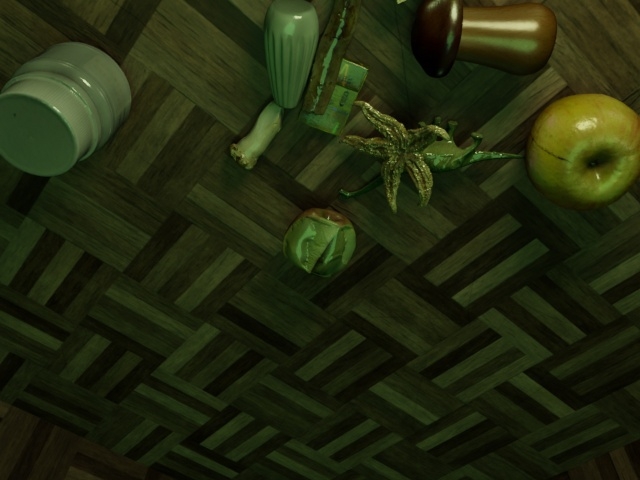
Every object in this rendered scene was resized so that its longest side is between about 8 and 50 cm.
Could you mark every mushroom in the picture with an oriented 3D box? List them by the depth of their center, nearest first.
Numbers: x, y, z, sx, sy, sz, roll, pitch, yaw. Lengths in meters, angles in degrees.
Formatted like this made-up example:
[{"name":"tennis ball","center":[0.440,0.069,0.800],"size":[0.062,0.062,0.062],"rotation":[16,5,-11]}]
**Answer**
[{"name":"mushroom","center":[-0.163,-0.281,1.403],"size":[0.084,0.071,0.209],"rotation":[47,118,7]}]

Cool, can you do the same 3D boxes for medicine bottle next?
[{"name":"medicine bottle","center":[-0.610,-0.312,1.258],"size":[0.245,0.306,0.245],"rotation":[2,126,2]}]

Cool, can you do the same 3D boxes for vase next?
[{"name":"vase","center":[-0.073,-0.432,1.252],"size":[0.128,0.128,0.248],"rotation":[7,136,-1]}]

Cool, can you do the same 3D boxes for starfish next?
[{"name":"starfish","center":[0.184,-0.225,1.354],"size":[0.302,0.060,0.299],"rotation":[40,140,9]}]

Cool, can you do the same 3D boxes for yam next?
[{"name":"yam","center":[0.028,-0.442,1.237],"size":[0.067,0.071,0.317],"rotation":[30,117,23]}]

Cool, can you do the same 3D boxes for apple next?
[{"name":"apple","center":[0.635,-0.217,1.292],"size":[0.286,0.233,0.286],"rotation":[3,123,4]},{"name":"apple","center":[0.000,0.000,1.537],"size":[0.207,0.174,0.188],"rotation":[22,105,-10]}]

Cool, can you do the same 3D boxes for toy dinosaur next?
[{"name":"toy dinosaur","center":[0.293,-0.179,1.435],"size":[0.447,0.087,0.301],"rotation":[15,126,1]}]

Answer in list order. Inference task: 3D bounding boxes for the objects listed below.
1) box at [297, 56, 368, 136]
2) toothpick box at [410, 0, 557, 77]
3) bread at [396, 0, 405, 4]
[{"name":"box","center":[0.029,-0.370,1.345],"size":[0.121,0.030,0.193],"rotation":[18,126,-10]},{"name":"toothpick box","center":[0.349,-0.451,1.173],"size":[0.294,0.192,0.192],"rotation":[3,127,-6]},{"name":"bread","center":[0.241,-0.589,1.126],"size":[0.192,0.119,0.067],"rotation":[-17,154,18]}]
